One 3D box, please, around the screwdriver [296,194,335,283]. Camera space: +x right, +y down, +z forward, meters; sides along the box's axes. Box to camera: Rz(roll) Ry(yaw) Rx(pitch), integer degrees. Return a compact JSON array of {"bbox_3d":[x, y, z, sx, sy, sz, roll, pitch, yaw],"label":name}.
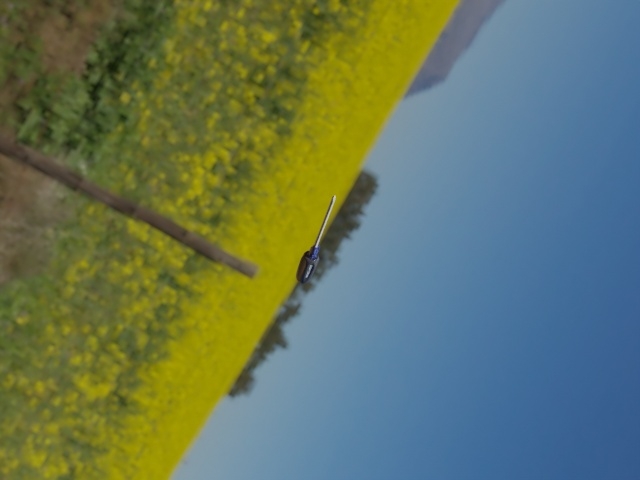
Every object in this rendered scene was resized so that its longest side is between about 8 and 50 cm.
[{"bbox_3d":[0.000,0.000,1.595,0.024,0.025,0.170,-61,180,-41],"label":"screwdriver"}]
